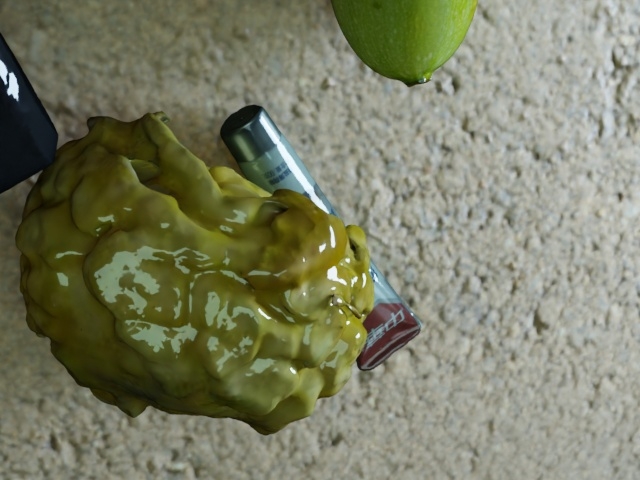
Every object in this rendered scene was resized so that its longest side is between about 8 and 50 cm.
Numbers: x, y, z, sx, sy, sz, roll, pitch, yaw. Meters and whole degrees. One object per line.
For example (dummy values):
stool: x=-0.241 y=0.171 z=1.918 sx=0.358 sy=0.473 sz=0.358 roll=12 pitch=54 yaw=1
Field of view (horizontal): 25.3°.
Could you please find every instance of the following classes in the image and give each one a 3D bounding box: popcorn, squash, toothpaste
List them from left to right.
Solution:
popcorn: x=-0.084 y=0.030 z=0.973 sx=0.250 sy=0.250 sz=0.190 roll=42 pitch=61 yaw=-26
toothpaste: x=0.000 y=0.000 z=1.081 sx=0.062 sy=0.039 sz=0.239 roll=-36 pitch=118 yaw=-6
squash: x=0.061 y=-0.199 z=0.984 sx=0.123 sy=0.123 sz=0.187 roll=-11 pitch=114 yaw=-14

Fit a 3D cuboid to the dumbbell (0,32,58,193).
dumbbell: x=-0.342 y=-0.059 z=0.857 sx=0.322 sy=0.204 sz=0.204 roll=-30 pitch=115 yaw=-6
